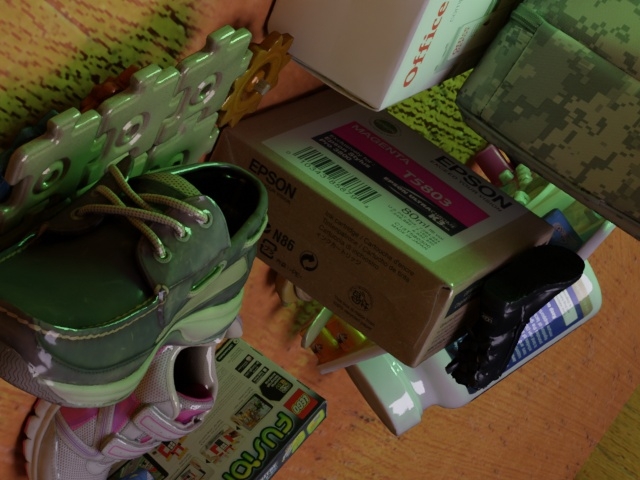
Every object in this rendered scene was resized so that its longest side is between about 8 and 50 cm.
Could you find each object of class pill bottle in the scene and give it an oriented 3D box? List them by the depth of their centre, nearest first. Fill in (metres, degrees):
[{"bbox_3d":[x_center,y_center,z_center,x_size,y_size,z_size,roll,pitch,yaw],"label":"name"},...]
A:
[{"bbox_3d":[0.153,0.084,2.092,0.264,0.153,0.153,-34,157,-9],"label":"pill bottle"}]

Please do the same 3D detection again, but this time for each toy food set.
[{"bbox_3d":[0.000,0.000,1.844,0.132,0.038,0.192,-51,157,-35],"label":"toy food set"}]

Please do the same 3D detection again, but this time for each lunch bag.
[{"bbox_3d":[0.303,-0.124,1.583,0.256,0.305,0.212,-57,163,7],"label":"lunch bag"}]

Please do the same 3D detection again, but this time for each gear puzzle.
[{"bbox_3d":[-0.126,-0.082,1.381,0.339,0.044,0.175,-35,159,-44],"label":"gear puzzle"}]

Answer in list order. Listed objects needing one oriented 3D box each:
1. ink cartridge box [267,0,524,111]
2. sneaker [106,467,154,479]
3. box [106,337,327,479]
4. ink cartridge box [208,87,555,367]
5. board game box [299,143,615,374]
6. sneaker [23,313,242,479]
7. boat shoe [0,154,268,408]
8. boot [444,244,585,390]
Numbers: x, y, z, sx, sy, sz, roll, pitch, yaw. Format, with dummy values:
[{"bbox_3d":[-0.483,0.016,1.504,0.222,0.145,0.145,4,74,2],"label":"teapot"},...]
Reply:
[{"bbox_3d":[0.105,-0.239,1.560,0.283,0.117,0.207,-29,149,-53],"label":"ink cartridge box"},{"bbox_3d":[-0.222,0.274,1.697,0.240,0.126,0.091,-28,177,6],"label":"sneaker"},{"bbox_3d":[-0.101,0.193,1.786,0.207,0.114,0.036,-46,159,-24],"label":"box"},{"bbox_3d":[0.045,-0.018,1.601,0.193,0.234,0.088,-28,148,-55],"label":"ink cartridge box"},{"bbox_3d":[0.197,-0.041,1.906,0.390,0.050,0.390,-45,-169,-33],"label":"board game box"},{"bbox_3d":[-0.148,0.127,1.567,0.103,0.111,0.252,-17,138,-61],"label":"sneaker"},{"bbox_3d":[-0.133,0.007,1.289,0.130,0.132,0.355,-64,170,16],"label":"boat shoe"},{"bbox_3d":[0.154,0.063,1.568,0.121,0.045,0.099,-26,144,-42],"label":"boot"}]
